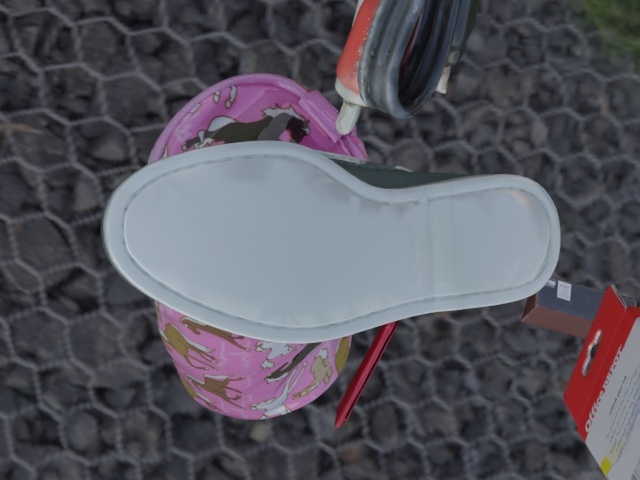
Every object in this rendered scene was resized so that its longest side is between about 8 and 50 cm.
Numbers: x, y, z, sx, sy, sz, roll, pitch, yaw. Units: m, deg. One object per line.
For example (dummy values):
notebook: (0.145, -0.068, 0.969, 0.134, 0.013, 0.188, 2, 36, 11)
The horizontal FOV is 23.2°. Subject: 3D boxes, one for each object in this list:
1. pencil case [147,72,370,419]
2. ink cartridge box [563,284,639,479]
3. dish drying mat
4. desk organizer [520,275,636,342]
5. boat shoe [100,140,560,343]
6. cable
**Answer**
pencil case: (-0.046, 0.020, 1.212, 0.160, 0.386, 0.167, 11, 70, 3)
ink cartridge box: (0.295, 0.149, 1.330, 0.078, 0.231, 0.134, 10, 115, -17)
dish drying mat: (0.031, 0.083, 1.023, 0.008, 0.032, 0.083, 25, 108, -4)
desk organizer: (0.310, 0.085, 1.876, 0.130, 0.050, 0.047, 16, 58, -13)
boat shoe: (0.000, 0.000, 0.959, 0.320, 0.099, 0.116, 0, 92, -34)
cable: (0.053, -0.182, 0.823, 0.139, 0.072, 0.287, -50, 153, -51)
